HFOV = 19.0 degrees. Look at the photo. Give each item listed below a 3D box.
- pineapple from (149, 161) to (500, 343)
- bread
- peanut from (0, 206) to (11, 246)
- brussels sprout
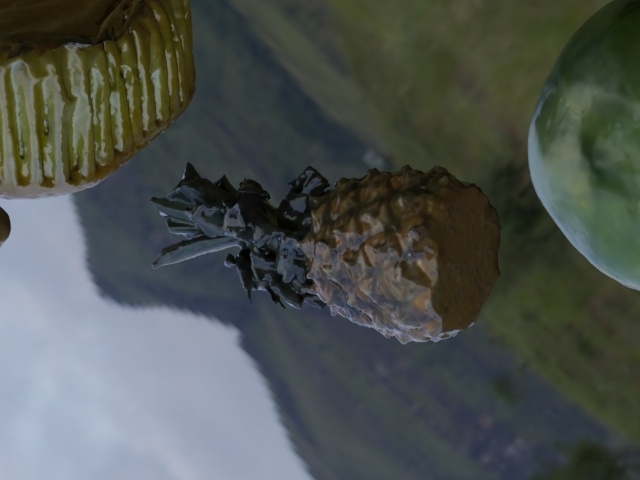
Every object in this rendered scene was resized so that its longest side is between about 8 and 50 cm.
[{"bbox_3d":[0.000,-0.001,1.370,0.248,0.128,0.128,8,173,30],"label":"pineapple"},{"bbox_3d":[-0.213,-0.136,1.354,0.227,0.142,0.253,9,-151,19],"label":"bread"},{"bbox_3d":[-0.247,0.050,1.010,0.104,0.228,0.086,28,142,31],"label":"peanut"},{"bbox_3d":[0.358,-0.080,1.589,0.354,0.281,0.289,22,-165,14],"label":"brussels sprout"}]
